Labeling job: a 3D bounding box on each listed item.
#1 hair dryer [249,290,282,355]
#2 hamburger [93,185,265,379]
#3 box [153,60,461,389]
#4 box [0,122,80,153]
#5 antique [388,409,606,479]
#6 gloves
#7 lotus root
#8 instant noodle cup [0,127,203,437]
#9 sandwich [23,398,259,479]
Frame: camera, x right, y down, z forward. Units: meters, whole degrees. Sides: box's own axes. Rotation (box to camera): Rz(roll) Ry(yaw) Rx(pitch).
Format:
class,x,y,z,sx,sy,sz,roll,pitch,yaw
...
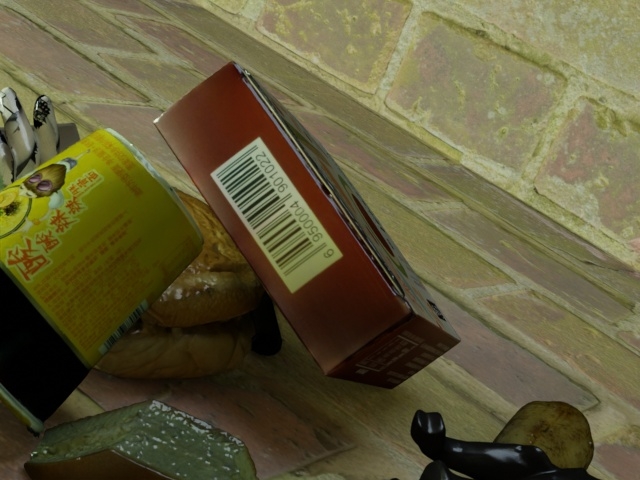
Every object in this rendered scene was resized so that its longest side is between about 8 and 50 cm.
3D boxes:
class,x,y,z,sx,sy,sz,roll,pitch,yaw
hair dryer,-0.098,0.060,1.611,0.197,0.089,0.251,18,25,-26
hamburger,-0.216,0.032,1.376,0.319,0.158,0.318,24,18,-8
box,0.000,0.000,1.463,0.344,0.122,0.385,55,6,15
box,-0.440,-0.073,1.338,0.205,0.051,0.365,-15,1,23
antique,0.187,0.305,1.095,0.255,0.185,0.322,14,34,-13
gloves,-0.322,-0.047,1.227,0.111,0.212,0.127,37,1,34
lotus root,0.278,0.260,1.529,0.110,0.097,0.258,35,22,17
instant noodle cup,-0.238,0.026,1.119,0.215,0.236,0.215,47,-13,14
sandwich,-0.133,0.215,1.079,0.258,0.096,0.094,24,22,3
